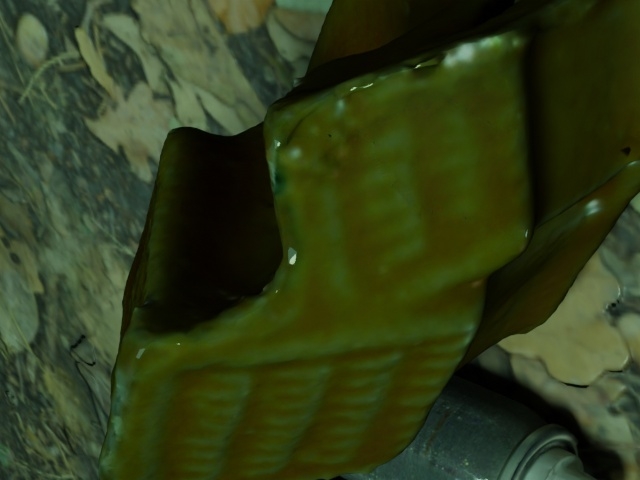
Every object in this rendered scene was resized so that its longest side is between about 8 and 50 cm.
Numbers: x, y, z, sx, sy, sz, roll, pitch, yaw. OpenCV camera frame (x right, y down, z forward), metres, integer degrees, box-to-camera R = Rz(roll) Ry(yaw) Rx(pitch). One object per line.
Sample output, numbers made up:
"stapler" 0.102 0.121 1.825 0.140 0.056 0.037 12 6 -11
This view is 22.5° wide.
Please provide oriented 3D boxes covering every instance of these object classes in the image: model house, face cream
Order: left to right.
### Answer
"model house" -0.001 -0.010 0.652 0.173 0.239 0.268 42 143 18
"face cream" 0.024 0.090 0.840 0.283 0.073 0.073 21 132 38
